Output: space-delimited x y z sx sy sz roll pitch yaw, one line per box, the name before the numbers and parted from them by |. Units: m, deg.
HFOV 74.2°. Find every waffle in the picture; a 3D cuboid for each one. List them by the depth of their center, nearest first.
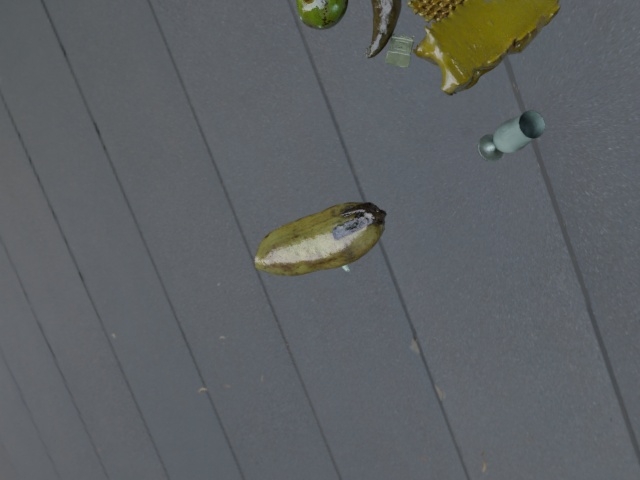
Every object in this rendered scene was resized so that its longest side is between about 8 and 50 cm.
waffle | 0.318 -0.615 1.063 0.191 0.191 0.038 -2 84 26

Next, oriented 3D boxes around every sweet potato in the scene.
sweet potato | 0.197 -0.806 1.339 0.130 0.130 0.423 3 104 25

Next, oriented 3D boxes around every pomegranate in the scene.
pomegranate | -0.010 -0.700 1.223 0.159 0.205 0.160 4 97 33

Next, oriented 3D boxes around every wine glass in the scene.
wine glass | 0.539 -0.295 1.204 0.092 0.202 0.093 1 82 -10

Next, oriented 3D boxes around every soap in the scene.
soap | 0.375 -0.467 0.922 0.169 0.338 0.304 48 118 0

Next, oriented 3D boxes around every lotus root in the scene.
lotus root | 0.000 0.000 0.765 0.258 0.110 0.097 -16 139 18

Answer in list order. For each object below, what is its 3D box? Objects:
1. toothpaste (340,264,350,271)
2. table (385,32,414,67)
toothpaste | 0.032 0.015 1.348 0.064 0.041 0.218 -39 60 5
table | 0.264 -0.630 1.396 0.079 0.062 0.083 13 75 6
